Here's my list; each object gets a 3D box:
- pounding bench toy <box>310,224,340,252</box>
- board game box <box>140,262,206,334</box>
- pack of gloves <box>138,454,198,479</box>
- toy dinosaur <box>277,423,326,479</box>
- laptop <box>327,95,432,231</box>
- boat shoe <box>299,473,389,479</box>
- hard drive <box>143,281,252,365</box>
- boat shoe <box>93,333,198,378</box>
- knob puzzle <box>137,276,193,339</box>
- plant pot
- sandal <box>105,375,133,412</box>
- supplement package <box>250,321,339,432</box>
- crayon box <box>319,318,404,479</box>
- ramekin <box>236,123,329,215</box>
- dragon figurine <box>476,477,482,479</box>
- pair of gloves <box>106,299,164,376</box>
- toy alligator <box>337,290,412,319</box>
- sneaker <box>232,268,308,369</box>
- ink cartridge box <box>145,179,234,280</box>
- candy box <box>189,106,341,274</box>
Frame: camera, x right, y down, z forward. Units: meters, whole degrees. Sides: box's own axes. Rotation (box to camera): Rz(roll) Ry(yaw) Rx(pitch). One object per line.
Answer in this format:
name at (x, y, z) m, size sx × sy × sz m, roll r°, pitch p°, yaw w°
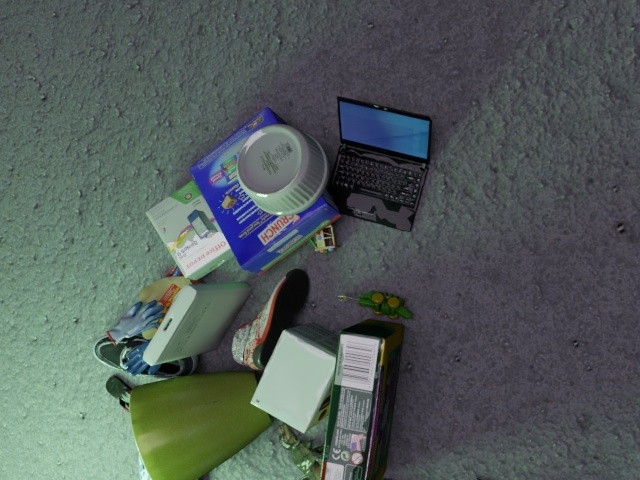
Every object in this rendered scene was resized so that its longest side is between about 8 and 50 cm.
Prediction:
pounding bench toy at (0.000, 0.000, 1.719) m, size 0.083 × 0.052 × 0.065 m, roll -10°, pitch 86°, yaw 16°
board game box at (-0.406, 0.212, 1.849) m, size 0.145 × 0.027 × 0.281 m, roll 36°, pitch 98°, yaw 14°
pack of gloves at (-0.399, 0.665, 1.832) m, size 0.195 × 0.046 × 0.232 m, roll -3°, pitch 81°, yaw 23°
toy dinosaur at (-0.012, 0.526, 1.663) m, size 0.118 × 0.064 × 0.268 m, roll -40°, pitch 37°, yaw -2°
laptop at (0.129, -0.178, 1.643) m, size 0.234 × 0.136 × 0.264 m, roll 17°, pitch 93°, yaw 17°
boat shoe at (0.088, 0.629, 1.646) m, size 0.325 × 0.097 × 0.116 m, roll 7°, pitch 90°, yaw 17°
hard drive at (-0.288, 0.194, 1.666) m, size 0.040 × 0.307 × 0.203 m, roll 34°, pitch 98°, yaw 16°
boat shoe at (-0.475, 0.305, 1.798) m, size 0.301 × 0.102 × 0.108 m, roll 10°, pitch 92°, yaw 17°
knob puzzle at (-0.398, 0.179, 1.804) m, size 0.213 × 0.030 × 0.213 m, roll -7°, pitch 65°, yaw 15°
plant pot at (-0.275, 0.439, 1.697) m, size 0.294 × 0.275 × 0.274 m, roll -20°, pitch 82°, yaw -1°
sandal at (-0.519, 0.433, 1.867) m, size 0.179 × 0.040 × 0.067 m, roll 29°, pitch 96°, yaw 16°
supplement package at (-0.030, 0.319, 1.638) m, size 0.149 × 0.203 × 0.194 m, roll 26°, pitch 96°, yaw 16°
crayon box at (0.098, 0.372, 1.539) m, size 0.106 × 0.313 × 0.362 m, roll 8°, pitch 90°, yaw 14°
ramekin at (-0.094, -0.167, 1.570) m, size 0.207 × 0.109 × 0.207 m, roll -6°, pitch 75°, yaw 21°
dragon figurine at (0.369, 0.602, 1.568) m, size 0.289 × 0.085 × 0.144 m, roll 39°, pitch 99°, yaw 14°
pair of gloves at (-0.449, 0.250, 1.751) m, size 0.159 × 0.023 × 0.198 m, roll -36°, pitch 61°, yaw -5°
toy alligator at (0.138, 0.145, 1.676) m, size 0.190 × 0.056 × 0.051 m, roll 15°, pitch 50°, yaw 18°
sneaker at (-0.134, 0.192, 1.730) m, size 0.145 × 0.090 × 0.270 m, roll -5°, pitch 58°, yaw 49°
ink cartridge box at (-0.327, -0.024, 1.789) m, size 0.154 × 0.093 × 0.212 m, roll -33°, pitch 81°, yaw 2°
candy box at (-0.139, -0.120, 1.705) m, size 0.268 × 0.122 × 0.317 m, roll -35°, pitch 66°, yaw 13°
